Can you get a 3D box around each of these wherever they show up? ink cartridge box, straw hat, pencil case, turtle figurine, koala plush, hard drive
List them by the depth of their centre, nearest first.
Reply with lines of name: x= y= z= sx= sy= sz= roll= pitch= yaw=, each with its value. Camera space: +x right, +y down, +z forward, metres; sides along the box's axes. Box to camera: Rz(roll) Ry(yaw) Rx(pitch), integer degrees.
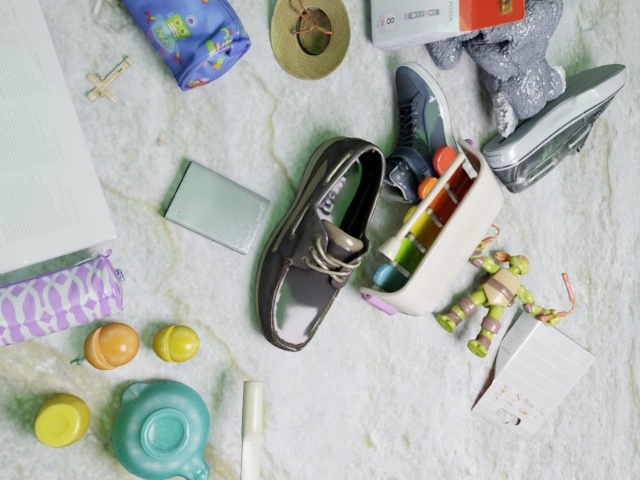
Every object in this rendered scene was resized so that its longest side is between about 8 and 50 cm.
pencil case: x=-0.358 y=0.078 z=0.654 sx=0.205 sy=0.086 sz=0.088 roll=-18 pitch=107 yaw=-22
pencil case: x=-0.213 y=-0.360 z=0.675 sx=0.306 sy=0.133 sz=0.119 roll=59 pitch=42 yaw=-15
hard drive: x=-0.153 y=-0.047 z=0.771 sx=0.135 sy=0.022 sz=0.094 roll=27 pitch=82 yaw=-22
straw hat: x=-0.005 y=-0.326 z=0.798 sx=0.061 sy=0.144 sz=0.145 roll=-39 pitch=112 yaw=-61
ink cartridge box: x=0.189 y=-0.418 z=0.798 sx=0.066 sy=0.232 sz=0.189 roll=-7 pitch=95 yaw=-53
koala plush: x=0.338 y=-0.308 z=0.893 sx=0.196 sy=0.203 sz=0.221 roll=-37 pitch=117 yaw=-17
turtle figurine: x=0.313 y=0.090 z=0.944 sx=0.269 sy=0.087 sz=0.217 roll=44 pitch=79 yaw=2
ink cartridge box: x=0.418 y=0.274 z=1.027 sx=0.180 sy=0.056 sz=0.225 roll=32 pitch=98 yaw=-21

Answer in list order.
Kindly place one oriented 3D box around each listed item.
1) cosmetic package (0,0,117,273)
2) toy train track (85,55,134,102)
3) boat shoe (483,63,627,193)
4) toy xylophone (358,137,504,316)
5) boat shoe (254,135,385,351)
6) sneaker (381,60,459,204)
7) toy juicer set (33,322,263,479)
cosmetic package: x=-0.444 y=-0.139 z=0.603 sx=0.284 sy=0.097 sz=0.378 roll=-19 pitch=99 yaw=-23
toy train track: x=-0.291 y=-0.225 z=0.709 sx=0.048 sy=0.014 sz=0.083 roll=44 pitch=75 yaw=-19
boat shoe: x=0.458 y=-0.216 z=0.988 sx=0.335 sy=0.121 sz=0.119 roll=-36 pitch=114 yaw=-7
toy xylophone: x=0.183 y=-0.022 z=0.822 sx=0.323 sy=0.081 sz=0.236 roll=-51 pitch=139 yaw=-8
boat shoe: x=0.000 y=0.000 z=0.780 sx=0.132 sy=0.130 sz=0.356 roll=19 pitch=85 yaw=-22
sneaker: x=0.140 y=-0.171 z=0.857 sx=0.163 sy=0.086 sz=0.226 roll=-30 pitch=104 yaw=-22
toy juicer set: x=-0.208 y=0.236 z=0.733 sx=0.328 sy=0.089 sz=0.210 roll=27 pitch=69 yaw=-14
